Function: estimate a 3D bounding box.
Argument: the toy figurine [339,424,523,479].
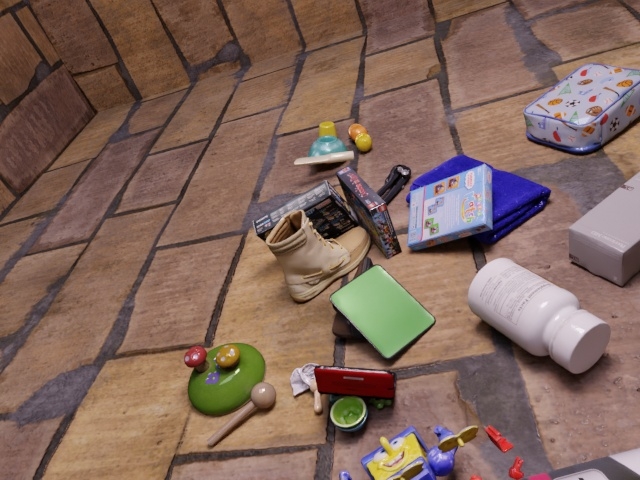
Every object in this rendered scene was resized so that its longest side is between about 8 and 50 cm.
[{"bbox_3d":[0.123,0.402,0.846,0.363,0.191,0.217,-34,6,-3],"label":"toy figurine"}]

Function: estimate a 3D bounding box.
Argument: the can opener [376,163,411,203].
[{"bbox_3d":[0.201,-0.149,1.552,0.059,0.073,0.186,32,58,5],"label":"can opener"}]

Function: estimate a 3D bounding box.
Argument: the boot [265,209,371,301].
[{"bbox_3d":[0.000,0.000,1.330,0.262,0.203,0.095,-37,37,-18],"label":"boot"}]

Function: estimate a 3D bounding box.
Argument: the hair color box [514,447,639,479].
[{"bbox_3d":[0.399,0.350,0.628,0.375,0.113,0.185,-8,33,-13],"label":"hair color box"}]

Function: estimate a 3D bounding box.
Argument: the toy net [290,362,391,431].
[{"bbox_3d":[0.023,0.289,1.081,0.122,0.045,0.232,-41,39,-23],"label":"toy net"}]

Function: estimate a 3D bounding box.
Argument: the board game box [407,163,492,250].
[{"bbox_3d":[0.304,-0.075,1.295,0.212,0.039,0.160,-19,52,44],"label":"board game box"}]

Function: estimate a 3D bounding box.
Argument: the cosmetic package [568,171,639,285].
[{"bbox_3d":[0.629,-0.030,1.101,0.238,0.107,0.127,-33,39,-18],"label":"cosmetic package"}]

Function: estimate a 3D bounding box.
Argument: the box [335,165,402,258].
[{"bbox_3d":[0.121,-0.077,1.401,0.044,0.159,0.233,-27,36,-5],"label":"box"}]

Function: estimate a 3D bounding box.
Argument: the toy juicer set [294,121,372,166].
[{"bbox_3d":[0.060,-0.291,1.787,0.210,0.089,0.329,4,34,15],"label":"toy juicer set"}]

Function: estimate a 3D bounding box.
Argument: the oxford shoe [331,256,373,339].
[{"bbox_3d":[0.073,0.123,1.238,0.096,0.082,0.227,-6,39,26],"label":"oxford shoe"}]

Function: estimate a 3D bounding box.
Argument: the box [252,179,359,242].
[{"bbox_3d":[-0.034,-0.043,1.396,0.220,0.175,0.051,-28,54,15],"label":"box"}]

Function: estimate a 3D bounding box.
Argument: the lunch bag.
[{"bbox_3d":[0.719,-0.367,1.480,0.303,0.114,0.243,-35,34,-14],"label":"lunch bag"}]

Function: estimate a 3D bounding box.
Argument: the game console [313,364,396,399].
[{"bbox_3d":[0.069,0.246,1.025,0.144,0.124,0.085,2,45,10],"label":"game console"}]

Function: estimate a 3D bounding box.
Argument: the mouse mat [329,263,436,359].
[{"bbox_3d":[0.131,0.145,1.155,0.153,0.007,0.190,-31,61,-26],"label":"mouse mat"}]

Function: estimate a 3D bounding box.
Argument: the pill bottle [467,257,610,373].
[{"bbox_3d":[0.394,0.135,0.996,0.131,0.131,0.229,-34,37,-13],"label":"pill bottle"}]

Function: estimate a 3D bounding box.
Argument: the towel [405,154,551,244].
[{"bbox_3d":[0.386,-0.122,1.380,0.228,0.076,0.308,-34,37,-13],"label":"towel"}]

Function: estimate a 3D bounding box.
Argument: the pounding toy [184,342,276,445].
[{"bbox_3d":[-0.212,0.284,1.166,0.183,0.110,0.237,-31,35,-9],"label":"pounding toy"}]
